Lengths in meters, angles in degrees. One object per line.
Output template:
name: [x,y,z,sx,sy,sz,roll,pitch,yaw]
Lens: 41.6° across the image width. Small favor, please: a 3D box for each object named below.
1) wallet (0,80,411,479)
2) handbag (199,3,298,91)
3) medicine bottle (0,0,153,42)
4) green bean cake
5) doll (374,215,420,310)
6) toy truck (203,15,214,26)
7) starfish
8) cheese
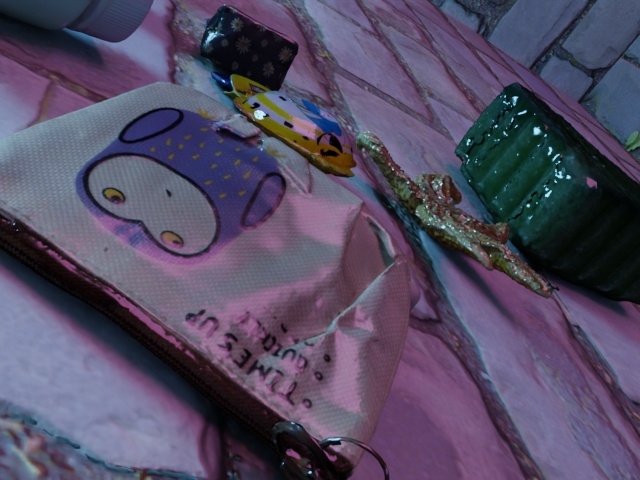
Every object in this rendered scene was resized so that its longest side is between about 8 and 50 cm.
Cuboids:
wallet: [-0.063,0.006,0.596,0.335,0.068,0.275,36,34,2]
handbag: [-0.099,-0.250,1.087,0.115,0.072,0.139,25,9,-18]
medicine bottle: [-0.273,-0.275,0.777,0.225,0.139,0.139,13,32,-44]
green bean cake: [0.387,-0.065,1.314,0.307,0.169,0.300,24,28,-31]
doll: [0.000,0.000,0.756,0.160,0.059,0.161,21,28,-37]
toy truck: [-0.135,-0.307,1.192,0.032,0.024,0.083,12,20,17]
starfish: [0.171,-0.017,1.040,0.299,0.060,0.302,31,17,-31]
cheese: [-0.047,-0.137,0.945,0.156,0.064,0.250,17,18,-43]
